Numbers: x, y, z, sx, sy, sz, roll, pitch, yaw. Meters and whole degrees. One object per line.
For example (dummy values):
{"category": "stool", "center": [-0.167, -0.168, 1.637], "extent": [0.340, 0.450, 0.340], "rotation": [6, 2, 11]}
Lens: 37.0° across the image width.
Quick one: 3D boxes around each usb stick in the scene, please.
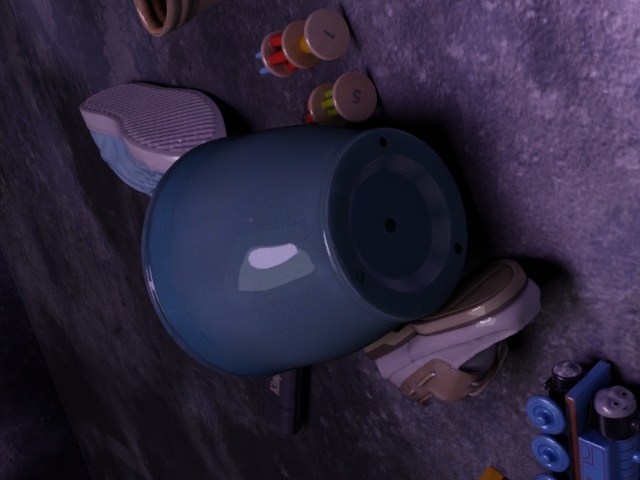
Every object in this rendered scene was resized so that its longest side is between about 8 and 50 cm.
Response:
{"category": "usb stick", "center": [-0.055, 0.194, 1.433], "extent": [0.077, 0.045, 0.278], "rotation": [42, 146, 32]}

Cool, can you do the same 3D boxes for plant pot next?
{"category": "plant pot", "center": [0.000, 0.000, 0.972], "extent": [0.255, 0.271, 0.272], "rotation": [-12, 105, 50]}

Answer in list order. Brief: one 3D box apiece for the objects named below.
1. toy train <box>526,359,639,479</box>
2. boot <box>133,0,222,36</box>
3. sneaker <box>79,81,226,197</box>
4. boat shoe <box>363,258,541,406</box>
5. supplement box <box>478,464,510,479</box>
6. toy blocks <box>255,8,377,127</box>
{"category": "toy train", "center": [0.259, 0.198, 0.905], "extent": [0.105, 0.080, 0.184], "rotation": [17, 128, 41]}
{"category": "boot", "center": [-0.091, -0.324, 0.860], "extent": [0.095, 0.203, 0.262], "rotation": [42, 148, 29]}
{"category": "sneaker", "center": [-0.214, -0.124, 1.339], "extent": [0.366, 0.135, 0.150], "rotation": [32, 149, 55]}
{"category": "boat shoe", "center": [0.145, 0.102, 0.978], "extent": [0.103, 0.113, 0.302], "rotation": [54, 158, 1]}
{"category": "supplement box", "center": [0.229, 0.354, 0.952], "extent": [0.194, 0.129, 0.191], "rotation": [36, 174, 37]}
{"category": "toy blocks", "center": [-0.014, -0.174, 1.029], "extent": [0.148, 0.054, 0.123], "rotation": [-4, 113, 60]}
